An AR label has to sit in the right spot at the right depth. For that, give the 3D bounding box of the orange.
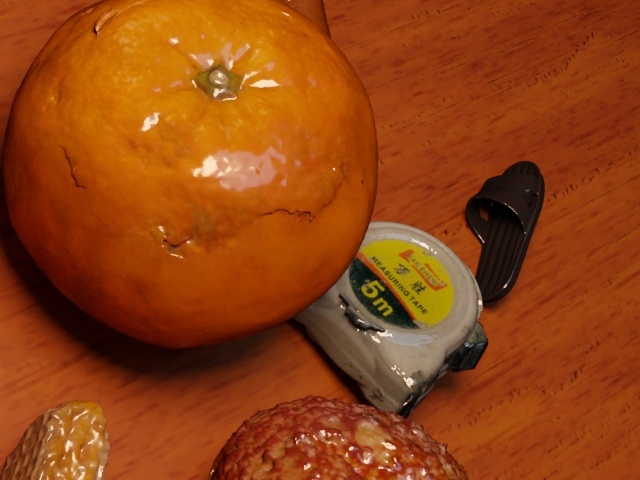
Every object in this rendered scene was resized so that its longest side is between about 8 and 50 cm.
[{"bbox_3d":[-0.095,-0.058,1.394,0.284,0.226,0.284,5,62,-10],"label":"orange"}]

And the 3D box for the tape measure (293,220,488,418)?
[{"bbox_3d":[-0.001,0.001,1.557,0.164,0.084,0.330,-27,66,-41],"label":"tape measure"}]

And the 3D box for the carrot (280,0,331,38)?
[{"bbox_3d":[-0.023,-0.200,1.658,0.069,0.069,0.336,15,50,-28],"label":"carrot"}]

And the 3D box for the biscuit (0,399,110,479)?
[{"bbox_3d":[-0.214,0.276,1.216,0.054,0.094,0.379,27,51,-19],"label":"biscuit"}]

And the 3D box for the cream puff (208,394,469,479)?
[{"bbox_3d":[0.030,0.222,1.373,0.240,0.164,0.240,32,35,-25],"label":"cream puff"}]

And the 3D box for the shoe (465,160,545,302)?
[{"bbox_3d":[0.158,-0.018,1.669,0.053,0.062,0.159,36,53,-29],"label":"shoe"}]
